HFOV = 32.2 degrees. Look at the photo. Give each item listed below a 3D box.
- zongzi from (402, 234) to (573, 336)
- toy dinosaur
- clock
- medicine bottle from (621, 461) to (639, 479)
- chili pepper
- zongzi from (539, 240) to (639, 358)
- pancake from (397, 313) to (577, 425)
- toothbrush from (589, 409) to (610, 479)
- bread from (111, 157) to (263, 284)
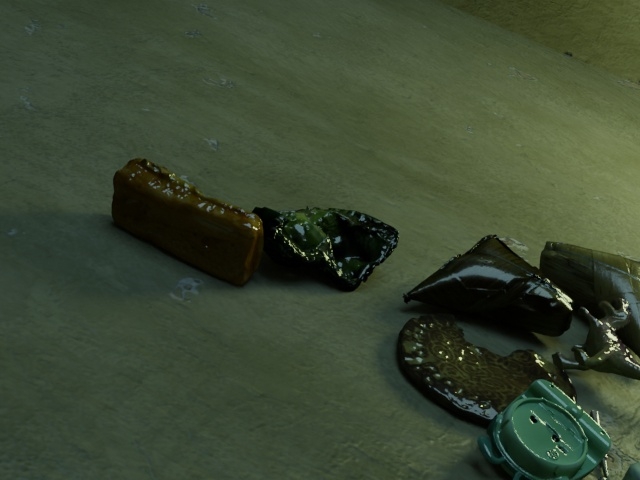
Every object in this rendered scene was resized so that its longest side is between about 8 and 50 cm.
[{"bbox_3d":[0.294,0.105,1.879,0.221,0.112,0.242,36,40,30],"label":"zongzi"},{"bbox_3d":[0.501,0.191,1.826,0.200,0.072,0.251,-10,34,-21],"label":"toy dinosaur"},{"bbox_3d":[0.314,0.289,1.574,0.148,0.060,0.189,42,42,20],"label":"clock"},{"bbox_3d":[0.487,0.363,1.538,0.229,0.083,0.121,1,35,-27],"label":"medicine bottle"},{"bbox_3d":[0.002,0.007,1.901,0.265,0.116,0.148,2,20,-28],"label":"chili pepper"},{"bbox_3d":[0.497,0.117,1.997,0.228,0.115,0.256,13,43,10],"label":"zongzi"},{"bbox_3d":[0.260,0.205,1.754,0.288,0.033,0.286,4,29,-25],"label":"pancake"},{"bbox_3d":[0.419,0.316,1.658,0.017,0.014,0.194,17,28,0],"label":"toothbrush"},{"bbox_3d":[-0.216,-0.038,1.809,0.271,0.139,0.077,25,38,17],"label":"bread"}]
